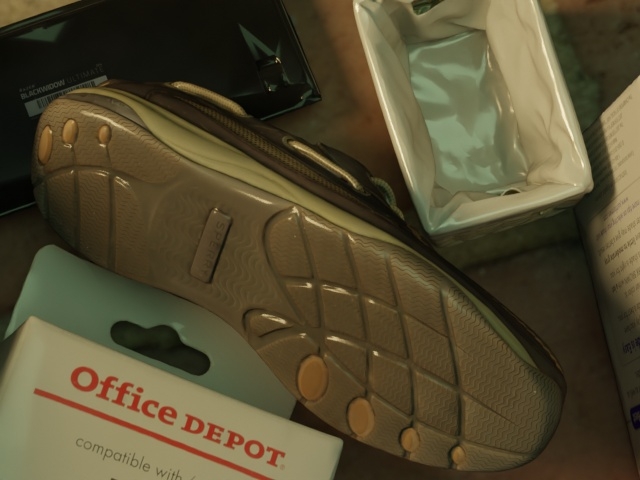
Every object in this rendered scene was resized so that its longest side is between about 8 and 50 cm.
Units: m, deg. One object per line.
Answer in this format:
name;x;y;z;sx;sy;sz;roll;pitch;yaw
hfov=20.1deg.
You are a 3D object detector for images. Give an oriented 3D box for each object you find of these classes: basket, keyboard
basket;0.097;-0.085;1.159;0.113;0.103;0.167;-17;78;1
keyboard;-0.150;-0.054;1.170;0.317;0.033;0.202;-20;79;-9

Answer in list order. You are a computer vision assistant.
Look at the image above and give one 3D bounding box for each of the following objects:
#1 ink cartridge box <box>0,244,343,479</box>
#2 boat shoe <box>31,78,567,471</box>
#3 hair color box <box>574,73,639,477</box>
ink cartridge box;-0.122;0.182;1.042;0.207;0.119;0.353;23;70;-14
boat shoe;0.000;0.000;1.077;0.355;0.132;0.130;34;37;8
hair color box;0.255;0.074;1.105;0.110;0.185;0.339;-9;79;-10
